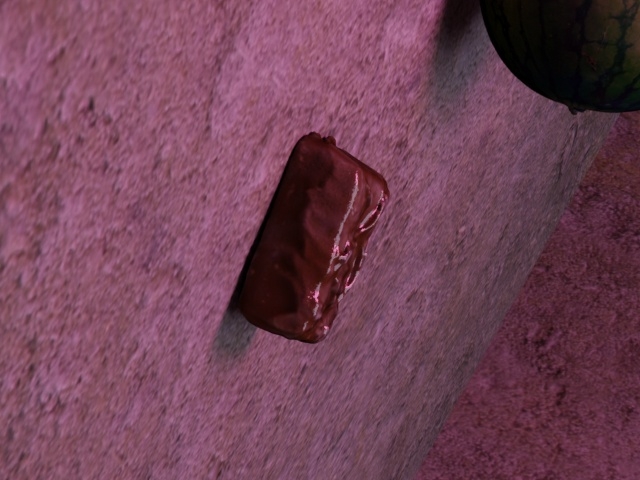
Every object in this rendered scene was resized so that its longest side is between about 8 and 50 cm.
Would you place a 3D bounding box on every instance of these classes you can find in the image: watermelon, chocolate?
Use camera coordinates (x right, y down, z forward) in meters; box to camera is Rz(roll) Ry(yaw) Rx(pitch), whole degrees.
[{"bbox_3d":[0.360,-0.331,1.989,0.363,0.363,0.363,-58,163,-30],"label":"watermelon"},{"bbox_3d":[0.000,0.000,1.686,0.214,0.093,0.148,-67,167,2],"label":"chocolate"}]
